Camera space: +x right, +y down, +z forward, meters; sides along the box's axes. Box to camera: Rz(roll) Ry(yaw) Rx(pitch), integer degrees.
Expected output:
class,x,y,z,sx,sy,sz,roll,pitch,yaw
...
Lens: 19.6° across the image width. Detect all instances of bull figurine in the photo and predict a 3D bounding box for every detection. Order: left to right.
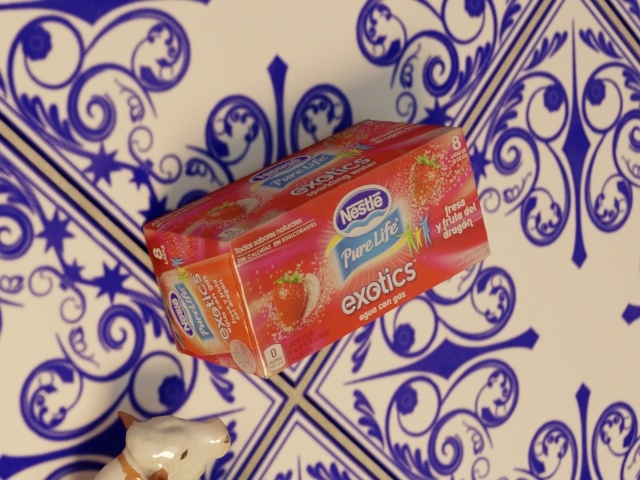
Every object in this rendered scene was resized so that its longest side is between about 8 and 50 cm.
class,x,y,z,sx,sy,sz,roll,pitch,yaw
bull figurine,-0.149,0.284,1.465,0.188,0.101,0.310,40,76,-41

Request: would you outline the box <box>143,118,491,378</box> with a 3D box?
class,x,y,z,sx,sy,sz,roll,pitch,yaw
box,0.000,0.000,1.529,0.257,0.128,0.123,-27,112,-32
